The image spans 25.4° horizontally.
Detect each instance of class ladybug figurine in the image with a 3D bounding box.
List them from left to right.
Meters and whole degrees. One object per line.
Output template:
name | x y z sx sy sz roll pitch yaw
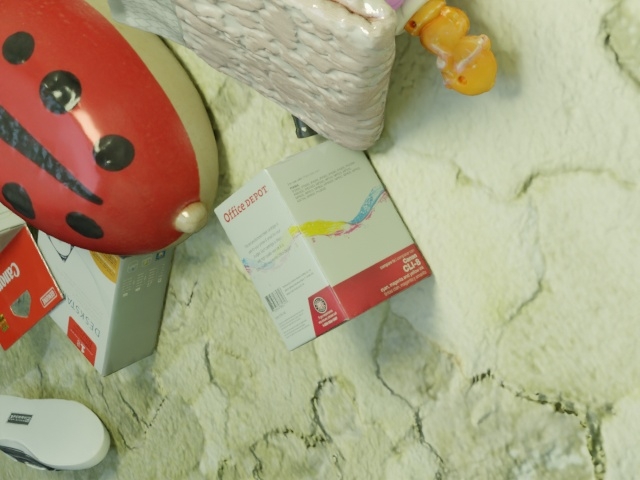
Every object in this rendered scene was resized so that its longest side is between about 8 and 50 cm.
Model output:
ladybug figurine | -0.315 -0.145 1.702 0.449 0.162 0.305 35 118 21

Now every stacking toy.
stacking toy | 0.052 -0.247 1.275 0.302 0.166 0.175 46 133 5

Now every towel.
towel | -0.078 -0.206 1.308 0.317 0.053 0.332 28 170 5

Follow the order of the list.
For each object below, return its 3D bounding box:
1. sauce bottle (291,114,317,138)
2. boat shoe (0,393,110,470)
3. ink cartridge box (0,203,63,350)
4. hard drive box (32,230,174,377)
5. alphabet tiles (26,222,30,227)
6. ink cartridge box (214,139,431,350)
sauce bottle | -0.030 -0.171 1.491 0.042 0.042 0.128 4 114 50
boat shoe | -0.427 0.317 2.241 0.301 0.108 0.102 2 145 38
ink cartridge box | -0.482 0.025 2.016 0.275 0.060 0.239 -35 79 55
hard drive box | -0.294 0.036 1.907 0.181 0.089 0.232 43 139 27
alphabet tiles | -0.552 -0.091 2.128 0.285 0.011 0.342 -22 93 33
ink cartridge box | 0.000 0.000 1.483 0.128 0.127 0.176 -32 85 55
